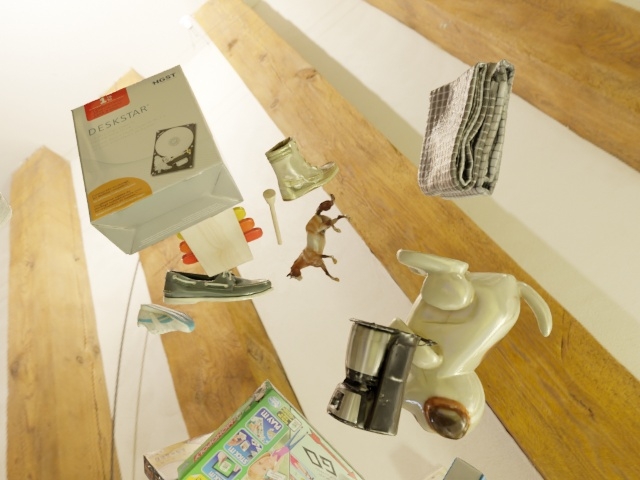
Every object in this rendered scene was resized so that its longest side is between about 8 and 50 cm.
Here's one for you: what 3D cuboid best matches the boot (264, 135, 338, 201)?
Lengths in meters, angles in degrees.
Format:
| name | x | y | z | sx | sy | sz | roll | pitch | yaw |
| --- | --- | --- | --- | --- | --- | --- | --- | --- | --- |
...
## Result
| name | x | y | z | sx | sy | sz | roll | pitch | yaw |
| --- | --- | --- | --- | --- | --- | --- | --- | --- | --- |
| boot | -0.051 | -0.230 | 1.210 | 0.213 | 0.165 | 0.077 | -33 | -155 | -25 |

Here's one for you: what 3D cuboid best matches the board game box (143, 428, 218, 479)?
| name | x | y | z | sx | sy | sz | roll | pitch | yaw |
| --- | --- | --- | --- | --- | --- | --- | --- | --- | --- |
| board game box | -0.233 | 0.464 | 0.886 | 0.165 | 0.243 | 0.042 | -8 | -94 | 53 |

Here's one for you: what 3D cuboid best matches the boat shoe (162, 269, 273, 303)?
| name | x | y | z | sx | sy | sz | roll | pitch | yaw |
| --- | --- | --- | --- | --- | --- | --- | --- | --- | --- |
| boat shoe | -0.297 | 0.125 | 1.212 | 0.319 | 0.116 | 0.099 | -3 | -88 | -13 |

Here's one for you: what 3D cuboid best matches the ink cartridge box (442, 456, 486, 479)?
| name | x | y | z | sx | sy | sz | roll | pitch | yaw |
| --- | --- | --- | --- | --- | --- | --- | --- | --- | --- |
| ink cartridge box | 0.349 | 0.646 | 0.997 | 0.082 | 0.191 | 0.139 | 13 | -130 | 49 |

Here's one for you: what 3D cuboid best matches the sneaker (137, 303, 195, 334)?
| name | x | y | z | sx | sy | sz | roll | pitch | yaw |
| --- | --- | --- | --- | --- | --- | --- | --- | --- | --- |
| sneaker | -0.553 | 0.296 | 1.477 | 0.228 | 0.087 | 0.092 | 13 | -93 | 19 |

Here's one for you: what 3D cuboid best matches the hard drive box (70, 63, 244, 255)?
| name | x | y | z | sx | sy | sz | roll | pitch | yaw |
| --- | --- | --- | --- | --- | --- | --- | --- | --- | --- |
| hard drive box | -0.240 | -0.123 | 0.596 | 0.181 | 0.089 | 0.232 | -26 | -121 | -5 |

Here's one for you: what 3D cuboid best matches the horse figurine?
| name | x | y | z | sx | sy | sz | roll | pitch | yaw |
| --- | --- | --- | --- | --- | --- | --- | --- | --- | --- |
| horse figurine | 0.000 | 0.000 | 1.157 | 0.174 | 0.066 | 0.264 | 14 | -85 | 48 |

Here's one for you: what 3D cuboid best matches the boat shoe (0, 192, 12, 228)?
| name | x | y | z | sx | sy | sz | roll | pitch | yaw |
| --- | --- | --- | --- | --- | --- | --- | --- | --- | --- |
| boat shoe | -0.615 | -0.025 | 0.731 | 0.066 | 0.063 | 0.184 | 5 | -141 | -4 |

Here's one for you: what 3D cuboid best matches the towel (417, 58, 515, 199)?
| name | x | y | z | sx | sy | sz | roll | pitch | yaw |
| --- | --- | --- | --- | --- | --- | --- | --- | --- | --- |
| towel | 0.317 | -0.239 | 0.934 | 0.121 | 0.235 | 0.284 | 9 | -88 | -4 |

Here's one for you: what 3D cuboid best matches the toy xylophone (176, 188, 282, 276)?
| name | x | y | z | sx | sy | sz | roll | pitch | yaw |
| --- | --- | --- | --- | --- | --- | --- | --- | --- | --- |
| toy xylophone | -0.210 | -0.029 | 0.925 | 0.236 | 0.323 | 0.081 | -18 | -122 | -16 |

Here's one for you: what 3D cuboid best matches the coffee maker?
| name | x | y | z | sx | sy | sz | roll | pitch | yaw |
| --- | --- | --- | --- | --- | --- | --- | --- | --- | --- |
| coffee maker | 0.113 | 0.245 | 0.735 | 0.171 | 0.120 | 0.178 | 15 | -100 | 4 |

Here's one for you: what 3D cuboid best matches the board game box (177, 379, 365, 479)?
| name | x | y | z | sx | sy | sz | roll | pitch | yaw |
| --- | --- | --- | --- | --- | --- | --- | --- | --- | --- |
| board game box | -0.072 | 0.445 | 0.764 | 0.213 | 0.317 | 0.046 | -43 | -162 | -13 |

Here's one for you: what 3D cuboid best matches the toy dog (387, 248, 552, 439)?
| name | x | y | z | sx | sy | sz | roll | pitch | yaw |
| --- | --- | --- | --- | --- | --- | --- | --- | --- | --- |
| toy dog | 0.318 | 0.265 | 1.018 | 0.395 | 0.284 | 0.408 | 13 | -95 | 13 |
